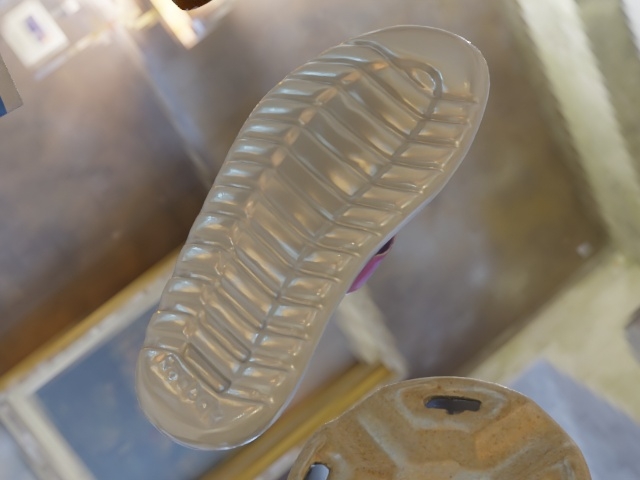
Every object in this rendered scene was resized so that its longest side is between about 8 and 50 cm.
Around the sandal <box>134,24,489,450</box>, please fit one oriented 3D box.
[{"bbox_3d":[-0.013,-0.007,1.497,0.169,0.416,0.102,28,-24,20],"label":"sandal"}]

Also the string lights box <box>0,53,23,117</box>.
[{"bbox_3d":[-0.433,-0.114,1.916,0.133,0.259,0.077,-17,-77,30],"label":"string lights box"}]

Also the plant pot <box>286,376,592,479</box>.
[{"bbox_3d":[0.104,0.273,1.412,0.334,0.334,0.305,41,-22,35],"label":"plant pot"}]

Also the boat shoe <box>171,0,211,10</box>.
[{"bbox_3d":[-0.061,-0.250,1.399,0.073,0.207,0.073,36,-32,14],"label":"boat shoe"}]
